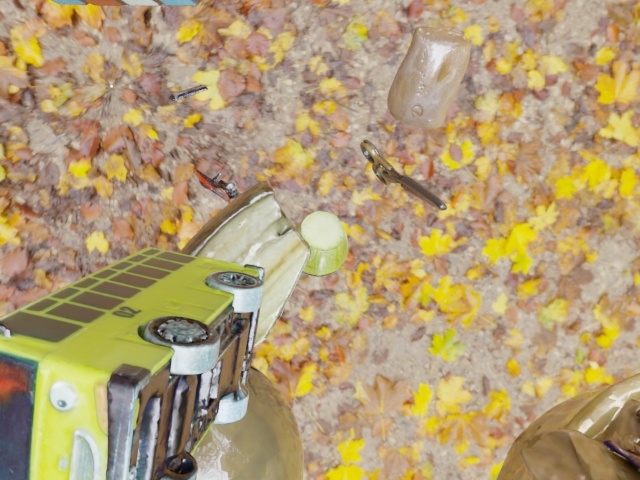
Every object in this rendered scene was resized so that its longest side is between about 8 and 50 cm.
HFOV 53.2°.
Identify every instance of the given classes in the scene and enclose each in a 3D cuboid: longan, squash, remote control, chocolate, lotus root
[{"bbox_3d":[-0.171,0.271,0.709,0.319,0.319,0.318,-4,104,-17],"label":"longan"},{"bbox_3d":[0.000,0.000,1.709,0.170,0.123,0.170,4,65,-8],"label":"squash"},{"bbox_3d":[-0.319,-0.358,1.542,0.096,0.039,0.014,-27,124,-28],"label":"remote control"},{"bbox_3d":[0.104,-0.146,0.600,0.065,0.031,0.100,12,132,-11],"label":"chocolate"},{"bbox_3d":[-0.140,0.067,0.897,0.210,0.142,0.314,39,87,-38],"label":"lotus root"}]

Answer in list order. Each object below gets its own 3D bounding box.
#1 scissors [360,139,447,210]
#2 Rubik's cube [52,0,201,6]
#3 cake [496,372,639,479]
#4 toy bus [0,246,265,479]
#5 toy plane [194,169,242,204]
[{"bbox_3d":[0.123,-0.088,0.948,0.017,0.220,0.088,-36,125,-6],"label":"scissors"},{"bbox_3d":[-0.188,-0.292,0.522,0.154,0.151,0.155,4,92,11],"label":"Rubik's cube"},{"bbox_3d":[0.300,0.241,0.441,0.333,0.321,0.332,0,73,-1],"label":"cake"},{"bbox_3d":[-0.139,0.095,0.474,0.150,0.262,0.128,12,103,8],"label":"toy bus"},{"bbox_3d":[-0.225,-0.116,1.463,0.061,0.189,0.130,-40,153,-3],"label":"toy plane"}]
